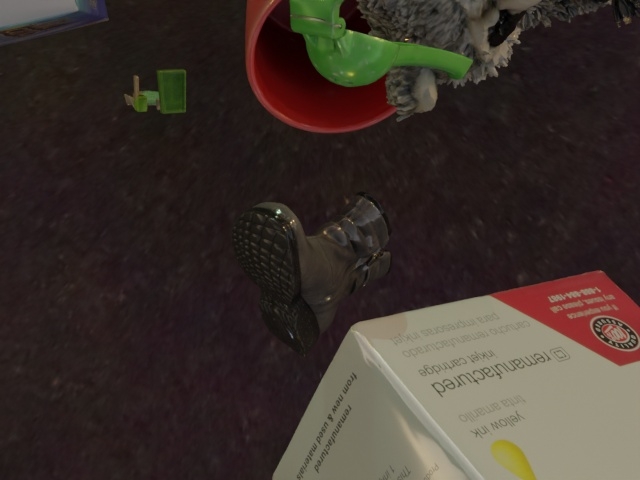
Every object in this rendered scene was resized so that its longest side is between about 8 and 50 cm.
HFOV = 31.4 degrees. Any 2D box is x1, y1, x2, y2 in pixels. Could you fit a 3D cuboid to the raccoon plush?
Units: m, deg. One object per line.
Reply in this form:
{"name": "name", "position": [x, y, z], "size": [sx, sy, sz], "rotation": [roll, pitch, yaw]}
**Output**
{"name": "raccoon plush", "position": [0.089, -0.226, 1.089], "size": [0.299, 0.446, 0.216], "rotation": [-38, 96, -23]}

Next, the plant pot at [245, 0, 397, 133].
{"name": "plant pot", "position": [0.008, -0.333, 1.668], "size": [0.275, 0.243, 0.274], "rotation": [-8, 130, -9]}

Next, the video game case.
{"name": "video game case", "position": [-0.333, -0.208, 1.059], "size": [0.244, 0.269, 0.061], "rotation": [-14, 100, -2]}

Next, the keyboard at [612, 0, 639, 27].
{"name": "keyboard", "position": [0.354, -0.355, 1.207], "size": [0.201, 0.033, 0.317], "rotation": [-37, 115, 12]}

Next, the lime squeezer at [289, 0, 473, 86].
{"name": "lime squeezer", "position": [0.023, -0.158, 0.657], "size": [0.110, 0.059, 0.310], "rotation": [-46, 141, -9]}

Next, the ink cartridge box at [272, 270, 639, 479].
{"name": "ink cartridge box", "position": [0.198, 0.214, 0.733], "size": [0.384, 0.279, 0.160], "rotation": [49, 129, 32]}

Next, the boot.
{"name": "boot", "position": [0.000, 0.000, 1.620], "size": [0.118, 0.338, 0.223], "rotation": [37, 68, 23]}

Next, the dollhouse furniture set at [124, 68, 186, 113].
{"name": "dollhouse furniture set", "position": [-0.226, -0.213, 1.588], "size": [0.076, 0.152, 0.058], "rotation": [-5, 103, -19]}
